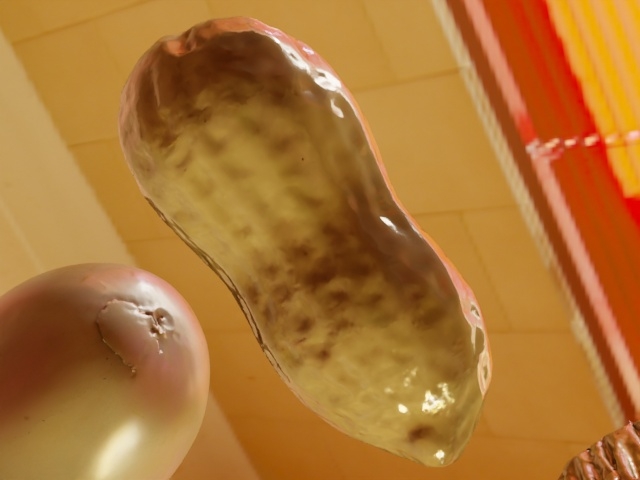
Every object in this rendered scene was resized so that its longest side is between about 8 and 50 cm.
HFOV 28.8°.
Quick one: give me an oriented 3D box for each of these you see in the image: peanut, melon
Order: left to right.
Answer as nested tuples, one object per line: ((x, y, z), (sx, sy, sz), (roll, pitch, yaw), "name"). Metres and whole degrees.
((-0.229, 0.151, 1.110), (0.223, 0.317, 0.223), (28, -140, -27), "melon")
((0.000, 0.000, 0.634), (0.256, 0.123, 0.123), (53, -127, -8), "peanut")

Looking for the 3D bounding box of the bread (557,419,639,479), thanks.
((0.332, 0.302, 1.180), (0.142, 0.227, 0.253), (-92, -12, -68), "bread")
